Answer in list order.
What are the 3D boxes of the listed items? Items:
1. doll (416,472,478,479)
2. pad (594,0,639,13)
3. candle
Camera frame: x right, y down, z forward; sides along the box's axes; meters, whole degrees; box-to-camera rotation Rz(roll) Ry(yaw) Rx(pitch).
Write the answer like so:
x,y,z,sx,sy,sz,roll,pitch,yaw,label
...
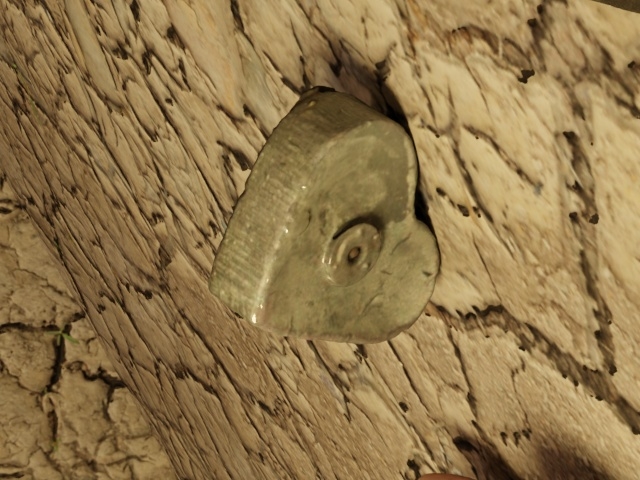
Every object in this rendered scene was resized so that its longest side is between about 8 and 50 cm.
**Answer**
x,y,z,sx,sy,sz,roll,pitch,yaw,label
0.160,0.290,1.215,0.268,0.216,0.284,0,139,42,doll
0.157,-0.157,0.755,0.211,0.003,0.143,31,146,57,pad
0.000,0.000,1.171,0.068,0.168,0.192,32,149,46,candle
